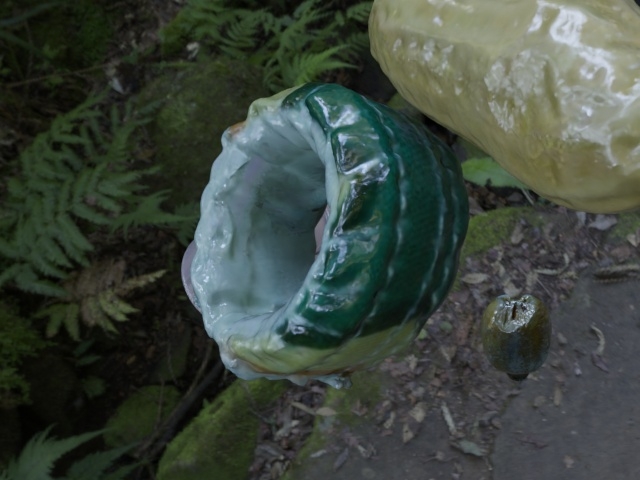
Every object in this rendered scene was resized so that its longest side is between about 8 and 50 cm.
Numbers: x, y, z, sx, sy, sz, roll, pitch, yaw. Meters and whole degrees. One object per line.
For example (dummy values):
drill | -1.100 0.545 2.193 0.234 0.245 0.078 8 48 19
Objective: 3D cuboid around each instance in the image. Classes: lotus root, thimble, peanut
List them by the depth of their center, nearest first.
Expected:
peanut | 0.153 -0.137 0.514 0.147 0.148 0.319 -51 47 9
thimble | 0.000 0.000 0.649 0.254 0.167 0.288 26 103 47
lotus root | 0.325 0.166 1.109 0.113 0.192 0.088 -5 39 11

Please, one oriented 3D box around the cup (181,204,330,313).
cup | -0.112 -0.005 1.282 0.273 0.208 0.288 -44 21 46
